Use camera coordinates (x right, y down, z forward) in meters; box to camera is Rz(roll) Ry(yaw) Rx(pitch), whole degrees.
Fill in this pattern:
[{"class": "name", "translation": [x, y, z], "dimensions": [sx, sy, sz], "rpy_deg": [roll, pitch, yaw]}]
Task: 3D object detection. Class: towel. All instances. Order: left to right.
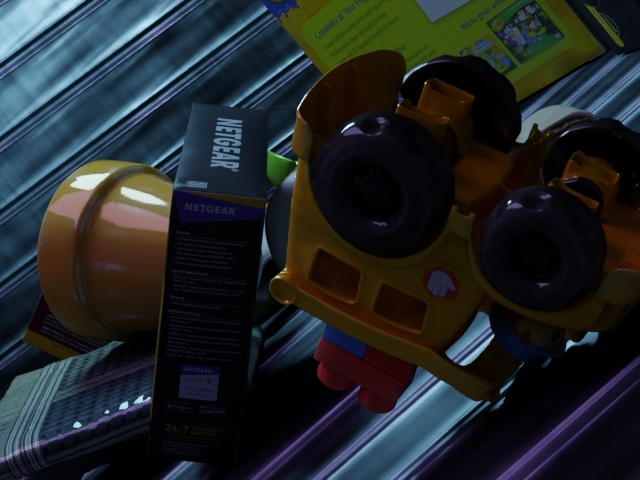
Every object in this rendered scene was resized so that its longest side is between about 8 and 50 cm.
[{"class": "towel", "translation": [-0.214, 0.164, 1.614], "dimensions": [0.312, 0.056, 0.324], "rpy_deg": [-21, 12, 2]}]

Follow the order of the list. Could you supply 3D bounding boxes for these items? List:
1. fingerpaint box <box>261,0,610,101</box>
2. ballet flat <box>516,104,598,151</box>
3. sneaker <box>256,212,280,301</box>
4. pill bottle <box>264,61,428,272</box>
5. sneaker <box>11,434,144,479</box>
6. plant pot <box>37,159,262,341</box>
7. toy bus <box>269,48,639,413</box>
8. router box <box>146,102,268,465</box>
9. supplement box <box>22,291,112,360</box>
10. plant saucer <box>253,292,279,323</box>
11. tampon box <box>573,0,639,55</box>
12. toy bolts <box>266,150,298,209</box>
[{"class": "fingerpaint box", "translation": [0.145, -0.336, 1.844], "dimensions": [0.163, 0.371, 0.445], "rpy_deg": [-45, 7, -31]}, {"class": "ballet flat", "translation": [0.136, -0.025, 1.187], "dimensions": [0.248, 0.086, 0.086], "rpy_deg": [-42, 7, -16]}, {"class": "sneaker", "translation": [0.000, 0.000, 1.752], "dimensions": [0.262, 0.121, 0.099], "rpy_deg": [-26, -42, -16]}, {"class": "pill bottle", "translation": [0.072, -0.058, 1.388], "dimensions": [0.153, 0.153, 0.265], "rpy_deg": [-34, 10, 43]}, {"class": "sneaker", "translation": [-0.334, 0.284, 1.653], "dimensions": [0.300, 0.121, 0.111], "rpy_deg": [-22, 11, -2]}, {"class": "plant pot", "translation": [-0.176, 0.018, 1.638], "dimensions": [0.188, 0.205, 0.205], "rpy_deg": [7, 38, 35]}, {"class": "toy bus", "translation": [0.082, 0.020, 0.873], "dimensions": [0.149, 0.220, 0.211], "rpy_deg": [-40, -29, -56]}, {"class": "router box", "translation": [-0.099, 0.028, 1.350], "dimensions": [0.309, 0.081, 0.243], "rpy_deg": [-95, 12, -72]}, {"class": "supplement box", "translation": [-0.255, 0.070, 1.943], "dimensions": [0.129, 0.191, 0.194], "rpy_deg": [-62, -3, -72]}, {"class": "plant saucer", "translation": [-0.068, 0.056, 1.912], "dimensions": [0.241, 0.037, 0.241], "rpy_deg": [-41, 6, 5]}, {"class": "tampon box", "translation": [0.344, -0.293, 1.524], "dimensions": [0.161, 0.120, 0.101], "rpy_deg": [-43, 8, -15]}, {"class": "toy bolts", "translation": [-0.074, -0.037, 2.034], "dimensions": [0.218, 0.228, 0.158], "rpy_deg": [27, 100, 55]}]
